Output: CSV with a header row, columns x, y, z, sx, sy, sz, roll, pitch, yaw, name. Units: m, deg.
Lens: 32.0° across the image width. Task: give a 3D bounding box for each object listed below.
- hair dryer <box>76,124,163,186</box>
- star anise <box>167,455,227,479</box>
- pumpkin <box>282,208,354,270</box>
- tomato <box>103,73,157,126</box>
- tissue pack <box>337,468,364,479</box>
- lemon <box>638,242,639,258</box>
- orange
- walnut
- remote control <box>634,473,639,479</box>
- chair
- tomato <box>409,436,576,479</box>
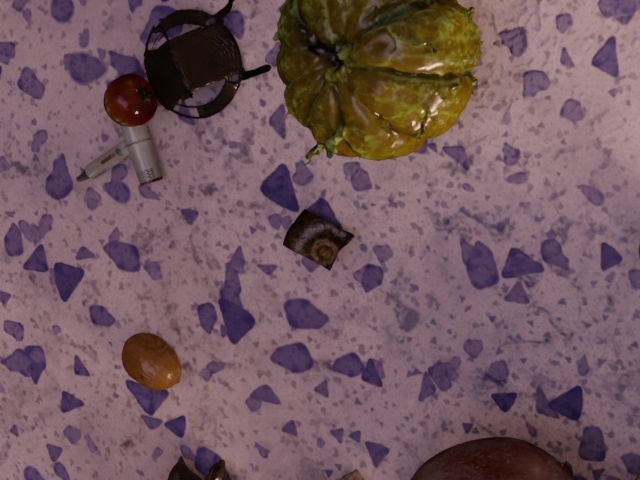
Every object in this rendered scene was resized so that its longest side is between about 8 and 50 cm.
x,y,z,sx,sy,sz,roll,pitch,yaw,name
-0.361,-0.153,1.874,0.183,0.044,0.155,-13,95,31,hair dryer
-0.196,0.500,1.931,0.236,0.109,0.223,38,114,10,star anise
0.000,-0.002,1.745,0.101,0.035,0.073,32,103,19,pumpkin
-0.306,-0.220,1.773,0.075,0.087,0.087,-17,96,28,tomato
0.056,0.462,1.823,0.109,0.060,0.148,-37,87,27,tissue pack
0.463,0.019,1.510,0.062,0.062,0.083,-9,101,27,lemon
0.075,-0.261,1.536,0.300,0.223,0.301,-30,84,33,orange
-0.301,0.214,1.933,0.121,0.052,0.091,33,112,12,walnut
0.454,0.472,1.543,0.103,0.221,0.332,7,107,18,remote control
-0.193,-0.280,1.734,0.174,0.149,0.213,67,161,-6,chair
0.257,0.436,1.584,0.317,0.282,0.316,42,145,39,tomato
